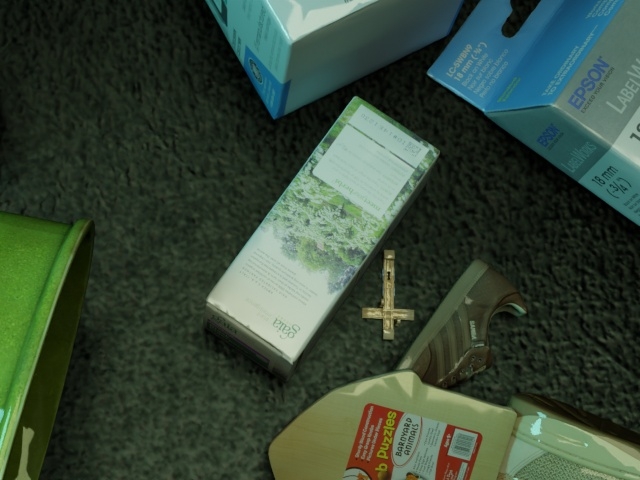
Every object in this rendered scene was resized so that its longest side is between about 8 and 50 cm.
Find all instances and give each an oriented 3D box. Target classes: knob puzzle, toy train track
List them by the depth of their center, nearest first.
[{"bbox_3d":[0.050,0.198,1.304,0.213,0.030,0.213,0,102,-1],"label":"knob puzzle"},{"bbox_3d":[0.062,0.048,1.378,0.048,0.014,0.083,2,75,-6],"label":"toy train track"}]

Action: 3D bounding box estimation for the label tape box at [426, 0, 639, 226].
[{"bbox_3d":[0.306,-0.163,1.414,0.334,0.106,0.240,35,74,3],"label":"label tape box"}]

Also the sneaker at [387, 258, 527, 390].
[{"bbox_3d":[0.113,0.104,1.342,0.071,0.066,0.188,36,75,3],"label":"sneaker"}]

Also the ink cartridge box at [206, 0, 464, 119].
[{"bbox_3d":[-0.016,-0.292,1.364,0.197,0.198,0.270,-27,79,-12],"label":"ink cartridge box"}]

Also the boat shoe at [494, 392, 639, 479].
[{"bbox_3d":[0.305,0.240,1.292,0.341,0.121,0.110,22,94,18],"label":"boat shoe"}]

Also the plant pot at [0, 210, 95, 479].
[{"bbox_3d":[-0.384,0.115,1.118,0.353,0.366,0.366,15,74,-5],"label":"plant pot"}]

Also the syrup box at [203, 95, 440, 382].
[{"bbox_3d":[0.000,0.000,1.341,0.093,0.096,0.237,34,75,5],"label":"syrup box"}]
